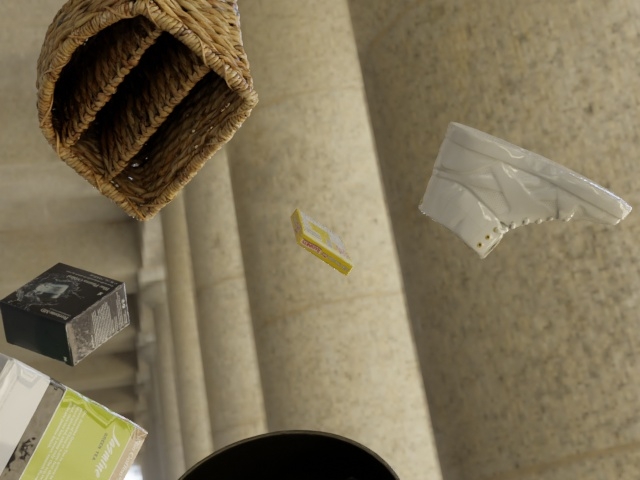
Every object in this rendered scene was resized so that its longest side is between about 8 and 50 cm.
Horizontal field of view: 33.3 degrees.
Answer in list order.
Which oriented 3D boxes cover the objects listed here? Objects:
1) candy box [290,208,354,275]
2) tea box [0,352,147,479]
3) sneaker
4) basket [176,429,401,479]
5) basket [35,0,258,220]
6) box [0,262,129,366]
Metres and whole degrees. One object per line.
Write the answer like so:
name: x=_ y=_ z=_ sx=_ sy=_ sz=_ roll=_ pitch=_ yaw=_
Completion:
candy box: x=0.000 y=0.000 z=1.866 sx=0.027 sy=0.105 sz=0.206 roll=-53 pitch=11 yaw=8
tea box: x=-0.514 y=0.293 z=1.648 sx=0.329 sy=0.220 sz=0.323 roll=14 pitch=-20 yaw=36
sneaker: x=0.290 y=-0.043 z=1.562 sx=0.293 sy=0.169 sz=0.108 roll=22 pitch=12 yaw=-4
basket: x=-0.004 y=0.254 z=0.876 sx=0.204 sy=0.154 sz=0.227 roll=-16 pitch=-24 yaw=10
basket: x=-0.256 y=-0.209 z=1.452 sx=0.214 sy=0.223 sz=0.299 roll=18 pitch=-45 yaw=-37
box: x=-0.447 y=0.127 z=1.880 sx=0.156 sy=0.093 sz=0.158 roll=14 pitch=33 yaw=26
